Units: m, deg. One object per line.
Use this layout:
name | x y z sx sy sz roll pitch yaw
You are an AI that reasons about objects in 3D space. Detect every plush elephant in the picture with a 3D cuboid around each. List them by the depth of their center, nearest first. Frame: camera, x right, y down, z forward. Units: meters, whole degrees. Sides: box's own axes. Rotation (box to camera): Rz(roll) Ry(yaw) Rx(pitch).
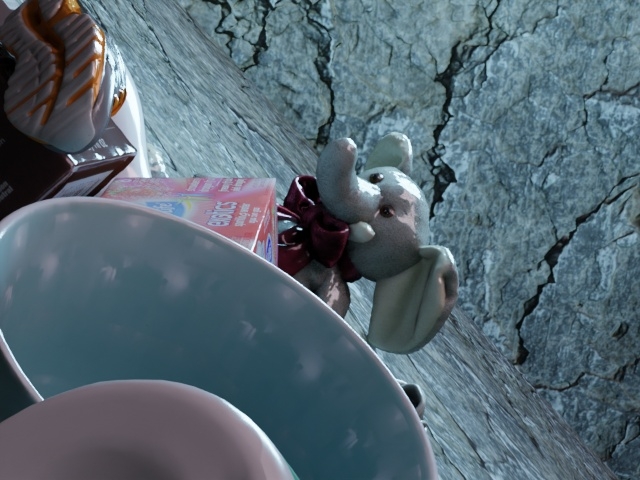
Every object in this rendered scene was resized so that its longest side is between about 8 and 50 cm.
plush elephant | 0.000 0.000 1.856 0.330 0.255 0.272 40 15 -47

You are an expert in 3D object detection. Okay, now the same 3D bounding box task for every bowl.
bowl | -0.100 0.133 1.096 0.311 0.163 0.311 28 27 -16

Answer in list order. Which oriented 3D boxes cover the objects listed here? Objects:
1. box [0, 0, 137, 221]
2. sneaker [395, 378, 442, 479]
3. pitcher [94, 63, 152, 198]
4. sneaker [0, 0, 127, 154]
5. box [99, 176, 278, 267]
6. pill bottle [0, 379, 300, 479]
box | -0.324 -0.165 1.380 0.381 0.143 0.191 49 11 0
sneaker | 0.077 0.207 1.849 0.262 0.121 0.099 39 17 -49
pitcher | -0.217 -0.089 1.677 0.207 0.125 0.178 63 -9 7
sneaker | -0.170 -0.113 1.269 0.083 0.084 0.215 49 11 -30
box | -0.110 0.051 1.371 0.300 0.142 0.154 -80 171 -76
pill bottle | -0.041 0.244 0.870 0.361 0.204 0.204 59 2 -45
